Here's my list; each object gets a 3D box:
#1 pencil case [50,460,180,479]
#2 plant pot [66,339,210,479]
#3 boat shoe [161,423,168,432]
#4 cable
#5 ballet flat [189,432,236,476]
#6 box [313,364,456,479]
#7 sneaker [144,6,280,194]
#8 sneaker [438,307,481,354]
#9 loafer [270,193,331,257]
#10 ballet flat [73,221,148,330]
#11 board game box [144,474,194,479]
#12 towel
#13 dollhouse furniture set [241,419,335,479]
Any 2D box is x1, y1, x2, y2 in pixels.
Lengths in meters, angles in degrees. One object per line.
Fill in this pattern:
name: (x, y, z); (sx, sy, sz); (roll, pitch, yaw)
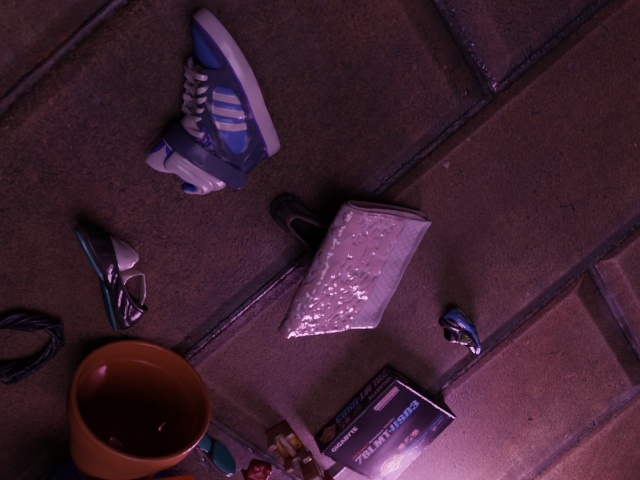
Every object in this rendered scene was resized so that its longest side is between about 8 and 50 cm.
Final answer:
pencil case: (-0.479, 0.590, 1.674); (0.306, 0.133, 0.119); (15, 91, -31)
plant pot: (-0.405, 0.385, 1.507); (0.291, 0.290, 0.203); (12, 129, -29)
boat shoe: (-0.372, 0.464, 1.698); (0.038, 0.046, 0.125); (-5, 129, -26)
cable: (-0.609, 0.206, 1.442); (0.184, 0.047, 0.150); (-30, 122, -1)
ballet flat: (-0.288, 0.518, 1.764); (0.068, 0.072, 0.213); (-18, 129, 21)
box: (0.181, 0.514, 1.956); (0.295, 0.073, 0.293); (-46, 127, 7)
sneaker: (-0.227, -0.225, 1.289); (0.236, 0.130, 0.322); (-32, 132, -8)
sneaker: (0.369, 0.243, 1.887); (0.078, 0.067, 0.188); (-27, 131, 20)
loafer: (0.000, 0.000, 1.554); (0.267, 0.084, 0.096); (34, 101, -35)
ballet flat: (-0.405, 0.060, 1.417); (0.096, 0.095, 0.280); (-25, 137, -21)
board game box: (-0.417, 0.734, 1.475); (0.356, 0.356, 0.356); (-5, 146, -7)
towel: (0.085, 0.070, 1.592); (0.317, 0.053, 0.331); (4, 119, -49)
dollhouse furniture set: (-0.079, 0.658, 1.906); (0.201, 0.152, 0.374); (-32, 110, -2)
